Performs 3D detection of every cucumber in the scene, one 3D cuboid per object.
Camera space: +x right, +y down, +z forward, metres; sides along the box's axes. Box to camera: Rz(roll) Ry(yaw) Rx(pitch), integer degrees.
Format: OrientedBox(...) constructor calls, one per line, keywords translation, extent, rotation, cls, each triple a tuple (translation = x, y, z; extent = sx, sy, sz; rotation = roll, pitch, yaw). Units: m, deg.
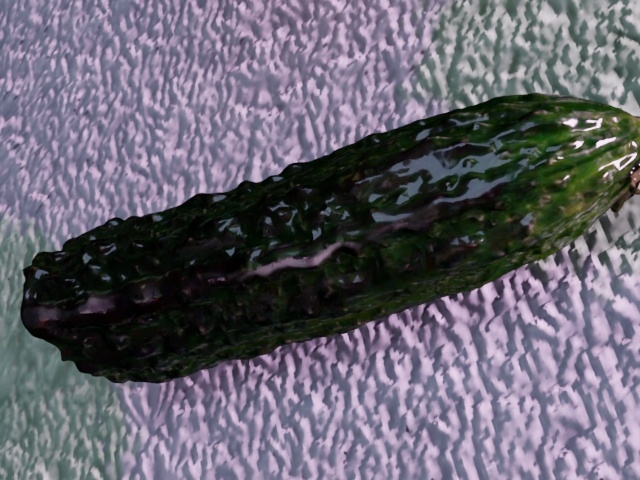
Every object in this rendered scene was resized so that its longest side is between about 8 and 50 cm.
OrientedBox(translation=(0.000, 0.001, 0.572), extent=(0.265, 0.077, 0.077), rotation=(-17, 58, 35), cls="cucumber")
